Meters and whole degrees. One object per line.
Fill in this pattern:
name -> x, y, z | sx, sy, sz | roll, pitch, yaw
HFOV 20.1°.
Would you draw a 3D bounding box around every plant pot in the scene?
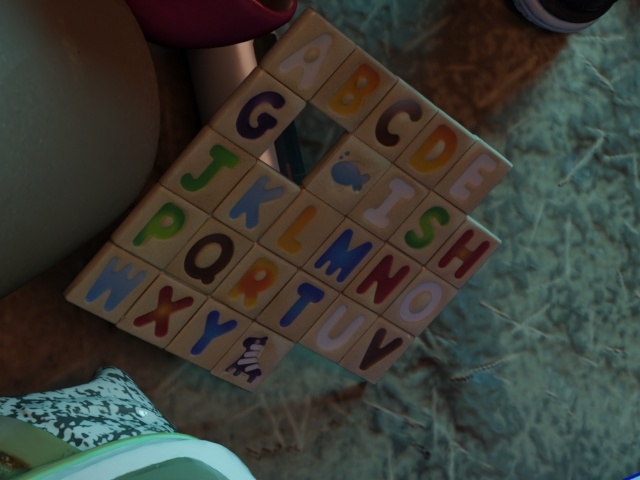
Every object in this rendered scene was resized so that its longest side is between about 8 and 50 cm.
plant pot -> -0.207, -0.057, 0.874 | 0.229, 0.263, 0.263 | -20, 94, -45

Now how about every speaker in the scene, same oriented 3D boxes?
speaker -> -0.041, -0.060, 1.051 | 0.055, 0.055, 0.136 | -12, 89, -28

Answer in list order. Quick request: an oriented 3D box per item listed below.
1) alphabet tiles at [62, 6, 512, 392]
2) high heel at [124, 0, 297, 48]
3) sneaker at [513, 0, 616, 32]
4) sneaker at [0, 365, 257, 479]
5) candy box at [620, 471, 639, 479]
alphabet tiles -> 0.000, 0.000, 1.006 | 0.198, 0.009, 0.237 | -49, 136, 9
high heel -> -0.123, -0.271, 0.898 | 0.127, 0.181, 0.377 | -44, 126, -29
sneaker -> 0.194, -0.272, 1.143 | 0.101, 0.153, 0.269 | 10, 80, -27
sneaker -> -0.233, 0.150, 0.882 | 0.410, 0.182, 0.158 | -7, 124, -26
candy box -> 0.198, 0.322, 1.095 | 0.268, 0.122, 0.317 | -18, 94, -29
